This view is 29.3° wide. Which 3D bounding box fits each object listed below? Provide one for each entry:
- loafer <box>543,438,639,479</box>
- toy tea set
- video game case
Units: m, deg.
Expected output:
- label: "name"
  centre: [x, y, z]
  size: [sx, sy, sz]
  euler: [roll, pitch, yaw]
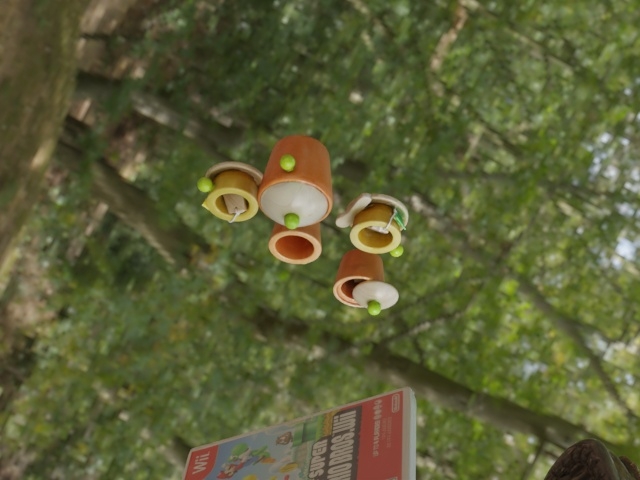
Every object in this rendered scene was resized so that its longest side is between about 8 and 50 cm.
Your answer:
- label: "loafer"
  centre: [0.316, 0.366, 1.171]
  size: [0.134, 0.130, 0.366]
  euler: [-45, -131, 43]
- label: "toy tea set"
  centre: [0.000, 0.000, 1.625]
  size: [0.200, 0.336, 0.124]
  euler: [-30, -141, 37]
- label: "video game case"
  centre: [-0.030, 0.263, 1.370]
  size: [0.285, 0.025, 0.204]
  euler: [-18, -157, 13]
